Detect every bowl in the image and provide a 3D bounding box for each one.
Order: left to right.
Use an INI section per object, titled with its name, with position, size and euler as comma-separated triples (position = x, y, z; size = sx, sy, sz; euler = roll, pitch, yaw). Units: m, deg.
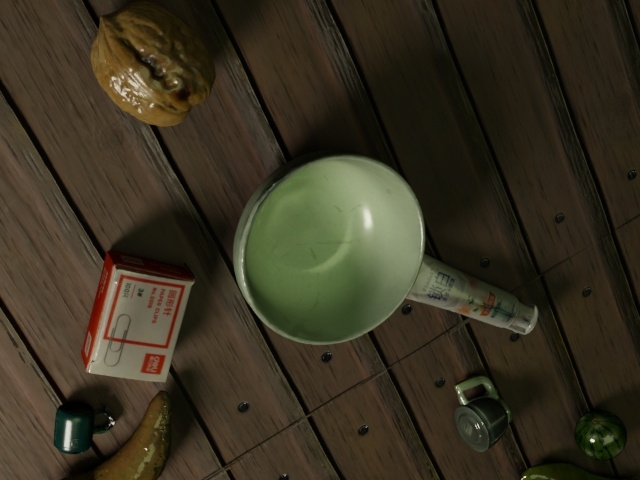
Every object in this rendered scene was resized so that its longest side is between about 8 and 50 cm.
[bowl]
position = 0.000, 0.000, 1.504
size = 0.307, 0.163, 0.307
euler = -5, 106, -19

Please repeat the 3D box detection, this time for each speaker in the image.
[speaker]
position = -0.379, 0.293, 1.515
size = 0.094, 0.060, 0.075
euler = -8, 111, -55

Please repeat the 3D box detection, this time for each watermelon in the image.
[watermelon]
position = 0.545, 0.381, 1.842
size = 0.109, 0.109, 0.109
euler = -5, 106, -19

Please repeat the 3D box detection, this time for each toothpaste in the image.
[toothpaste]
position = 0.235, 0.088, 1.673
size = 0.323, 0.066, 0.100
euler = 21, 96, -18

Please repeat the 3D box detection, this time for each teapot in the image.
[teapot]
position = 0.303, 0.315, 1.744
size = 0.091, 0.092, 0.124
euler = -24, 119, -30

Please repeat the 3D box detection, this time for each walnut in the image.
[walnut]
position = -0.243, -0.255, 1.359
size = 0.155, 0.155, 0.184
euler = -48, 119, -2

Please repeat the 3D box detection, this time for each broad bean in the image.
[broad bean]
position = 0.527, 0.484, 1.888
size = 0.325, 0.067, 0.075
euler = 10, 131, -24

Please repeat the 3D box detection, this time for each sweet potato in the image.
[sweet potato]
position = -0.336, 0.381, 1.522
size = 0.310, 0.098, 0.124
euler = -39, 138, -11

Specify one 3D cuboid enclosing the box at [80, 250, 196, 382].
[box]
position = -0.283, 0.118, 1.469
size = 0.133, 0.099, 0.182
euler = 14, 100, -24
